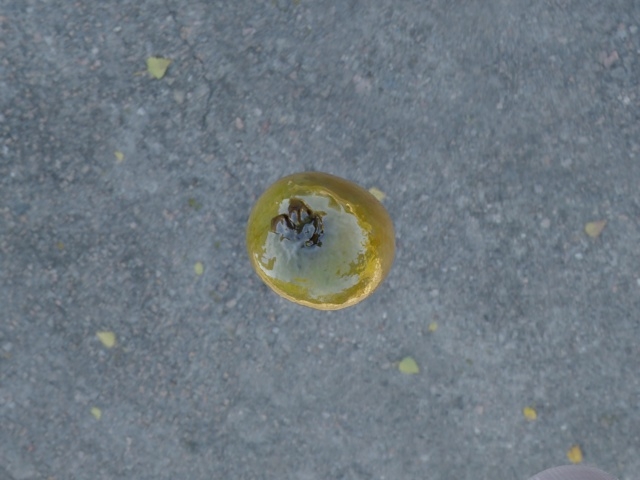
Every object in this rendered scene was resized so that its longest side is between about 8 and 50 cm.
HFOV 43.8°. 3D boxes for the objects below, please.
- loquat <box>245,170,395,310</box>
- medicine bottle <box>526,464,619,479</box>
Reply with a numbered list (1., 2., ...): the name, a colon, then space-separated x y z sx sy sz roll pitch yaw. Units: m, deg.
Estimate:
1. loquat: 0.000 0.000 0.797 0.163 0.163 0.137 38 99 -8
2. medicine bottle: 0.201 0.242 0.500 0.133 0.249 0.133 0 95 -4
